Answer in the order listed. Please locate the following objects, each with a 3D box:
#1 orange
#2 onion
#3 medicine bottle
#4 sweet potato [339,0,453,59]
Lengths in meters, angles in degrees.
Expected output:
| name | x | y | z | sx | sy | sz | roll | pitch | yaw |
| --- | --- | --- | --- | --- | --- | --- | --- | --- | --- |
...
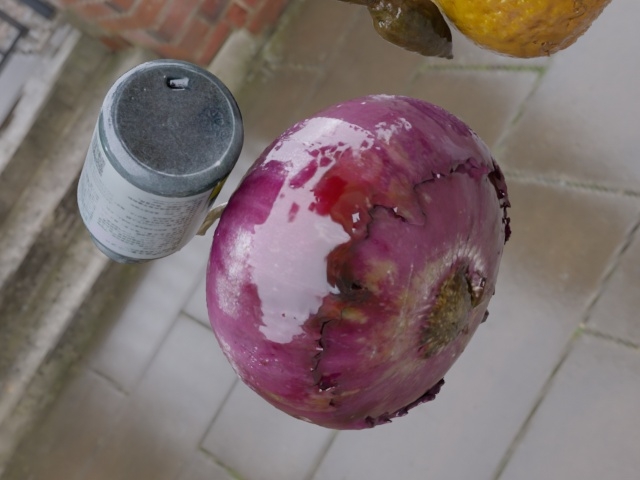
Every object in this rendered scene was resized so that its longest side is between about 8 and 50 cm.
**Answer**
| name | x | y | z | sx | sy | sz | roll | pitch | yaw |
| --- | --- | --- | --- | --- | --- | --- | --- | --- | --- |
| orange | 0.279 | -0.415 | 1.791 | 0.340 | 0.293 | 0.340 | -51 | -1 | -2 |
| onion | 0.028 | 0.005 | 1.419 | 0.358 | 0.345 | 0.358 | -42 | -14 | -13 |
| medicine bottle | -0.176 | -0.066 | 1.399 | 0.141 | 0.141 | 0.293 | -68 | 8 | -24 |
| sweet potato | 0.095 | -0.292 | 1.728 | 0.075 | 0.269 | 0.075 | -26 | 54 | 42 |
